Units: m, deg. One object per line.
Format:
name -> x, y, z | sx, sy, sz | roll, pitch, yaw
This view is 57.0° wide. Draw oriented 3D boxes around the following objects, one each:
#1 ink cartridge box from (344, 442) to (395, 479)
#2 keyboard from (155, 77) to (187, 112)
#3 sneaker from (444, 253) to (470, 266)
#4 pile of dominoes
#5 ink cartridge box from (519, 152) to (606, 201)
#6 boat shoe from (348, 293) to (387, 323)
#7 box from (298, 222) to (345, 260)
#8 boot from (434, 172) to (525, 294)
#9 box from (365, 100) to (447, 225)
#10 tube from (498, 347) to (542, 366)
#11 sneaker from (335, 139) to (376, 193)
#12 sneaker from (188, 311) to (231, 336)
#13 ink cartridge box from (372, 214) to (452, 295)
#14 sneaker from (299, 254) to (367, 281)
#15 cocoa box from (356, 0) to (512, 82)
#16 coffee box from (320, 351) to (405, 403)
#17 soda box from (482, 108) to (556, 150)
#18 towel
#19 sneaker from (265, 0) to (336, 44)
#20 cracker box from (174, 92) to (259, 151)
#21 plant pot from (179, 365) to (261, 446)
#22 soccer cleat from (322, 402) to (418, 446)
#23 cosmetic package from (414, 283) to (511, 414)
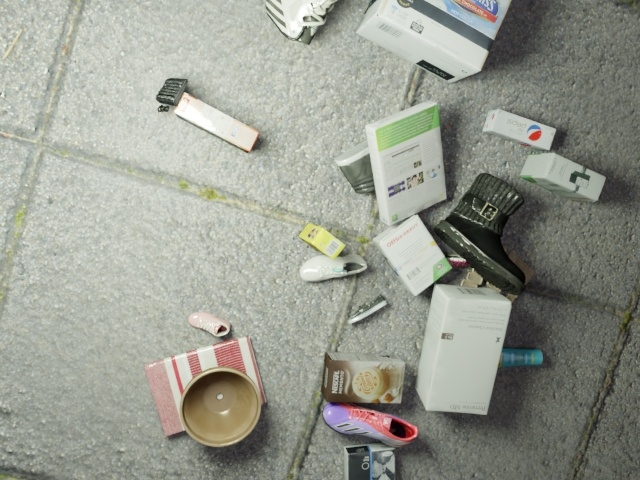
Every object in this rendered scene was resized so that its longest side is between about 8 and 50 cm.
ink cartridge box -> 0.165, 0.846, 1.967 | 0.165, 0.065, 0.333 | -4, 99, -11
keyboard -> -0.423, -0.405, 1.642 | 0.023, 0.180, 0.108 | 24, 91, -33
sneaker -> 0.484, 0.040, 1.926 | 0.170, 0.063, 0.075 | -7, 70, 6
pile of dominoes -> 0.575, 0.141, 1.979 | 0.196, 0.040, 0.251 | 42, 80, -12
ink cartridge box -> 0.781, -0.204, 1.903 | 0.208, 0.153, 0.087 | 21, 92, -13
boat shoe -> 0.146, 0.221, 1.896 | 0.142, 0.049, 0.040 | -29, 82, -7
box -> 0.000, 0.000, 1.741 | 0.087, 0.232, 0.058 | 37, 87, -14
boot -> 0.559, -0.027, 1.837 | 0.260, 0.131, 0.348 | -44, 78, -8
box -> 0.264, -0.231, 1.775 | 0.232, 0.058, 0.322 | -25, 123, -21
tube -> 0.648, 0.398, 2.011 | 0.207, 0.052, 0.080 | 0, 88, -4
sneaker -> 0.198, -0.247, 1.824 | 0.295, 0.104, 0.147 | -28, 115, -12
sneaker -> -0.337, 0.256, 1.795 | 0.134, 0.070, 0.051 | 15, 96, -11
ink cartridge box -> 0.289, 0.042, 1.873 | 0.154, 0.093, 0.212 | -37, 104, -5
sneaker -> 0.042, 0.085, 1.831 | 0.212, 0.094, 0.080 | -11, 100, -9
cocoa box -> 0.324, -0.652, 1.719 | 0.347, 0.231, 0.228 | 24, 91, -12
coffee box -> 0.135, 0.440, 1.890 | 0.246, 0.098, 0.141 | 3, 96, -11
soda box -> 0.640, -0.355, 1.900 | 0.216, 0.069, 0.074 | 16, 95, -11
towel -> -0.354, 0.448, 1.835 | 0.328, 0.037, 0.237 | -15, 97, -10
sneaker -> 0.035, -0.673, 1.634 | 0.447, 0.169, 0.258 | 14, 112, 30
cracker box -> -0.295, -0.332, 1.683 | 0.232, 0.155, 0.067 | 26, 92, -13
plant pot -> -0.301, 0.487, 1.774 | 0.237, 0.110, 0.238 | -1, 93, -11
soccer cleat -> 0.161, 0.580, 1.889 | 0.318, 0.116, 0.109 | 22, 57, -15
cosmetic package -> 0.448, 0.346, 1.884 | 0.217, 0.156, 0.385 | 4, 103, -7
